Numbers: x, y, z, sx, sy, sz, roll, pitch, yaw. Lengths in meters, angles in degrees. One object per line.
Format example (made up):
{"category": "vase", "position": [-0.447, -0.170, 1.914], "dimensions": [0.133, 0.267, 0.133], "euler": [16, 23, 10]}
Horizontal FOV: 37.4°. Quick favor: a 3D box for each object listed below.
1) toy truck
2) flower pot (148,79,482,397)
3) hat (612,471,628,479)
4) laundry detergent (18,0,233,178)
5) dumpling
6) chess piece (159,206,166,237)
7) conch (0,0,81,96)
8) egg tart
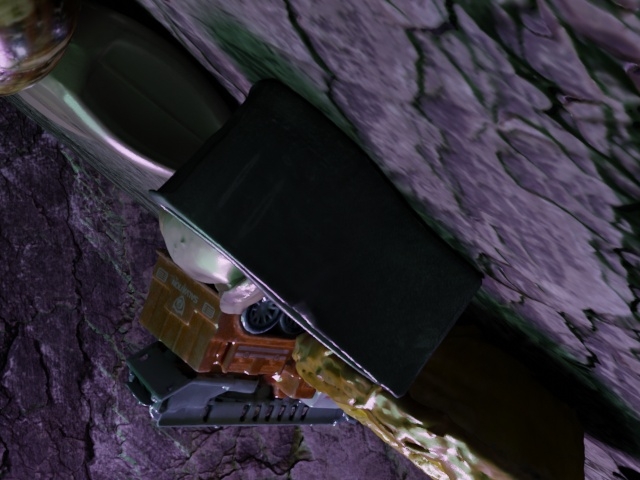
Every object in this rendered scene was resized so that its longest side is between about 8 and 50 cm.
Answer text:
{"category": "toy truck", "position": [-0.045, 0.118, 1.044], "dimensions": [0.133, 0.185, 0.338], "euler": [31, -169, 40]}
{"category": "flower pot", "position": [0.000, 0.000, 0.656], "dimensions": [0.229, 0.108, 0.103], "euler": [44, 170, -30]}
{"category": "hat", "position": [0.334, 0.282, 0.965], "dimensions": [0.121, 0.050, 0.121], "euler": [39, 170, 8]}
{"category": "laundry detergent", "position": [-0.181, -0.128, 0.788], "dimensions": [0.181, 0.091, 0.253], "euler": [36, 174, -33]}
{"category": "dumpling", "position": [-0.071, -0.005, 0.803], "dimensions": [0.118, 0.136, 0.199], "euler": [9, 179, -18]}
{"category": "chess piece", "position": [-0.132, 0.017, 1.273], "dimensions": [0.142, 0.143, 0.261], "euler": [32, 166, 35]}
{"category": "conch", "position": [-0.221, -0.183, 0.586], "dimensions": [0.181, 0.124, 0.187], "euler": [-135, 20, -75]}
{"category": "egg tart", "position": [0.132, 0.162, 0.882], "dimensions": [0.345, 0.132, 0.345], "euler": [37, 173, 6]}
